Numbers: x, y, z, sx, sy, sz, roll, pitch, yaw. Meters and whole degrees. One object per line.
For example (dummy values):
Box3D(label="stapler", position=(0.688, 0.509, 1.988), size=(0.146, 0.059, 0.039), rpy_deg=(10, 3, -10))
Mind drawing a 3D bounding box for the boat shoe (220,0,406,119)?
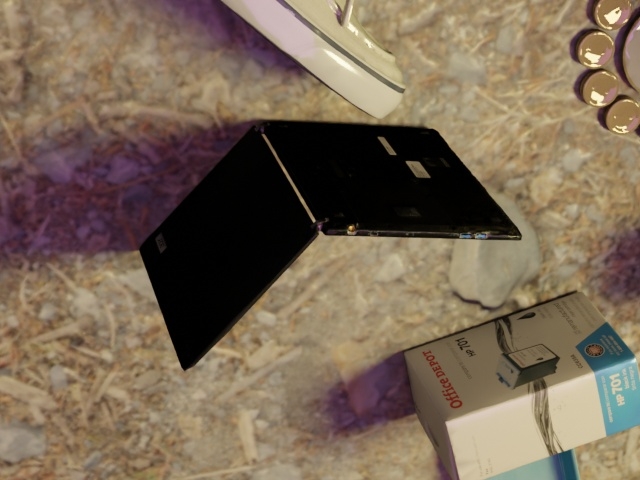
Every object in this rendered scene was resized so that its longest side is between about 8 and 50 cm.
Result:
Box3D(label="boat shoe", position=(-0.036, -0.261, 1.400), size=(0.367, 0.136, 0.156), rpy_deg=(41, 96, -18))

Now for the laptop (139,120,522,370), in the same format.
Box3D(label="laptop", position=(0.000, 0.000, 1.462), size=(0.264, 0.234, 0.136), rpy_deg=(1, 115, -17))

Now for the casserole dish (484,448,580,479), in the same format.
Box3D(label="casserole dish", position=(0.203, 0.246, 1.746), size=(0.114, 0.037, 0.188), rpy_deg=(-19, 119, -7))

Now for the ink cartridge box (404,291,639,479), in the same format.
Box3D(label="ink cartridge box", position=(0.192, 0.139, 1.634), size=(0.191, 0.139, 0.082), rpy_deg=(-17, 119, -7))

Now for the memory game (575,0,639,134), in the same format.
Box3D(label="memory game", position=(0.322, -0.177, 1.596), size=(0.186, 0.012, 0.186), rpy_deg=(-6, 115, -12))
